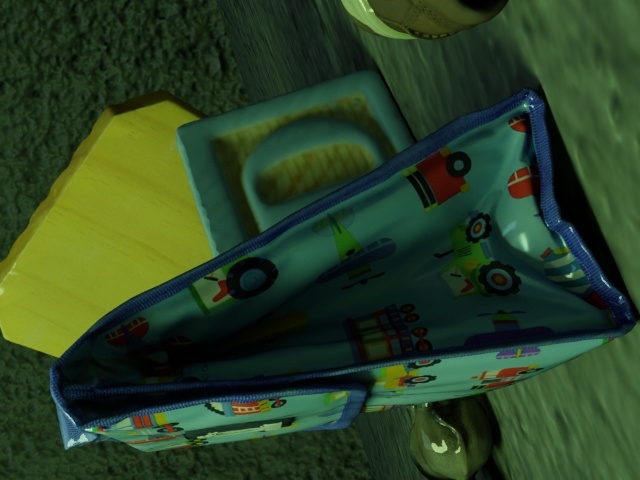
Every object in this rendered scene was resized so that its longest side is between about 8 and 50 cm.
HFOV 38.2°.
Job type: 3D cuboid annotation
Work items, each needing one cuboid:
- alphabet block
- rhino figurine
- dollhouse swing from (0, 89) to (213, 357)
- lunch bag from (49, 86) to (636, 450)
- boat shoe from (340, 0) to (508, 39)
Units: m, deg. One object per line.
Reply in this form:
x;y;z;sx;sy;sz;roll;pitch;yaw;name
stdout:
0.000;0.000;0.819;0.197;0.193;0.193;81;171;-57;alphabet block
0.119;0.193;0.892;0.243;0.073;0.106;79;174;-64;rhino figurine
-0.174;-0.019;1.056;0.305;0.346;0.315;32;-168;-24;dollhouse swing
-0.012;0.052;0.532;0.221;0.293;0.138;92;159;-76;lunch bag
0.030;-0.210;0.385;0.095;0.095;0.257;31;148;60;boat shoe
